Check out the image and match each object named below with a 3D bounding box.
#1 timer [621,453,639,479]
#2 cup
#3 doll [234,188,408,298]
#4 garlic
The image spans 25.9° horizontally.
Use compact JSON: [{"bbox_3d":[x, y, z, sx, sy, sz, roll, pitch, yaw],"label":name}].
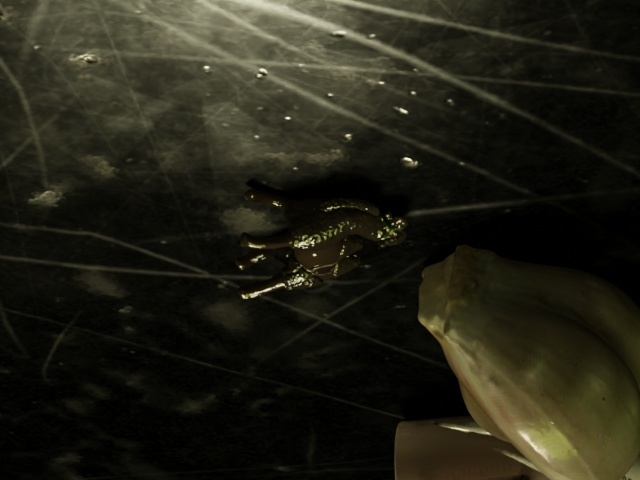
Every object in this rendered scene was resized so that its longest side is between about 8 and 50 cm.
[{"bbox_3d":[0.447,0.309,1.637,0.234,0.240,0.233,4,-170,-1],"label":"timer"},{"bbox_3d":[0.199,0.299,1.658,0.201,0.191,0.253,-9,169,12],"label":"cup"},{"bbox_3d":[0.000,0.000,1.341,0.165,0.057,0.139,-1,145,-4],"label":"doll"},{"bbox_3d":[0.231,0.176,1.446,0.246,0.231,0.340,-4,142,4],"label":"garlic"}]
